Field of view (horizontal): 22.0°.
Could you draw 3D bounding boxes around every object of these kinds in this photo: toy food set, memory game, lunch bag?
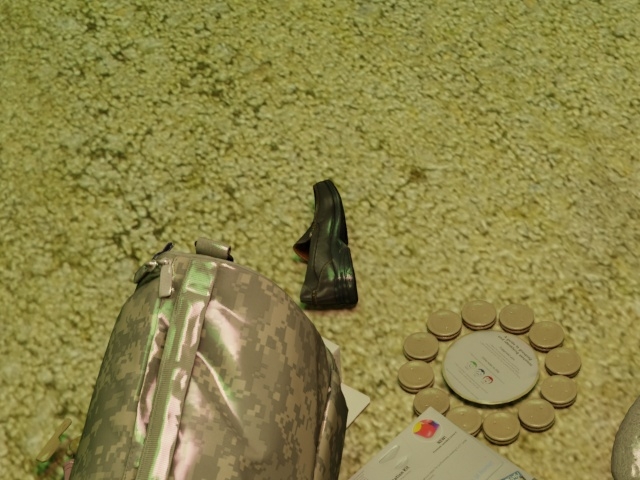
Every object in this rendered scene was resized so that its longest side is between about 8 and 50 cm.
[{"bbox_3d":[-0.208,0.221,1.587,0.122,0.019,0.078,23,51,15],"label":"toy food set"},{"bbox_3d":[0.170,0.129,1.652,0.186,0.012,0.186,-3,44,2],"label":"memory game"},{"bbox_3d":[-0.103,0.184,1.405,0.212,0.256,0.305,6,61,11],"label":"lunch bag"}]

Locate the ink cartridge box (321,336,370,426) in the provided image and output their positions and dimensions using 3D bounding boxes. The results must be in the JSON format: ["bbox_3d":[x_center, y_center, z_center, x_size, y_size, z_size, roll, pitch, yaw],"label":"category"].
[{"bbox_3d":[-0.051,0.132,1.631,0.181,0.061,0.104,27,53,27],"label":"ink cartridge box"}]

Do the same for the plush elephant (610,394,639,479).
[{"bbox_3d":[0.397,0.138,1.451,0.272,0.255,0.330,4,45,9],"label":"plush elephant"}]

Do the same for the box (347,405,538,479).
[{"bbox_3d":[0.124,0.251,1.515,0.186,0.038,0.145,33,55,30],"label":"box"}]

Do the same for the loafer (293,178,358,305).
[{"bbox_3d":[0.000,0.000,1.762,0.061,0.062,0.170,-10,44,2],"label":"loafer"}]
